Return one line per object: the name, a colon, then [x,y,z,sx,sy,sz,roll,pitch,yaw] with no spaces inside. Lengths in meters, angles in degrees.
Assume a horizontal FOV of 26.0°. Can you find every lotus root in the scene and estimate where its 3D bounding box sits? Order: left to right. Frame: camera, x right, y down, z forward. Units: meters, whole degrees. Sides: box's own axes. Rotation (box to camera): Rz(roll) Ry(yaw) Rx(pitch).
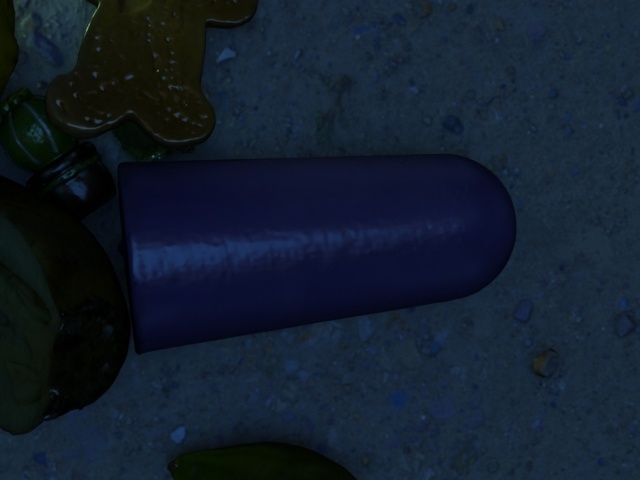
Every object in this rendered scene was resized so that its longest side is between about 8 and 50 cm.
lotus root: [-0.293,0.066,1.496,0.149,0.260,0.266,-15,109,-39]

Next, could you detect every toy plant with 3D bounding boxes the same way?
toy plant: [-0.307,-0.098,1.583,0.093,0.093,0.162,-34,98,-2]

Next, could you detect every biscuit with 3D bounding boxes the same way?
biscuit: [-0.182,-0.266,1.578,0.216,0.047,0.339,9,77,-5]

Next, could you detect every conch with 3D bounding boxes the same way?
conch: [-0.197,-0.132,1.600,0.121,0.074,0.089,33,80,-12]

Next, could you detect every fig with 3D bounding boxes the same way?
fig: [-0.046,0.312,1.632,0.233,0.167,0.167,39,90,29]

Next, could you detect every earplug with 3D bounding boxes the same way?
earplug: [0.000,0.000,1.574,0.456,0.215,0.215,-5,96,-9]

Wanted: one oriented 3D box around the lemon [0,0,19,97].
lemon: [-0.501,-0.225,1.431,0.387,0.350,0.349,9,94,4]
